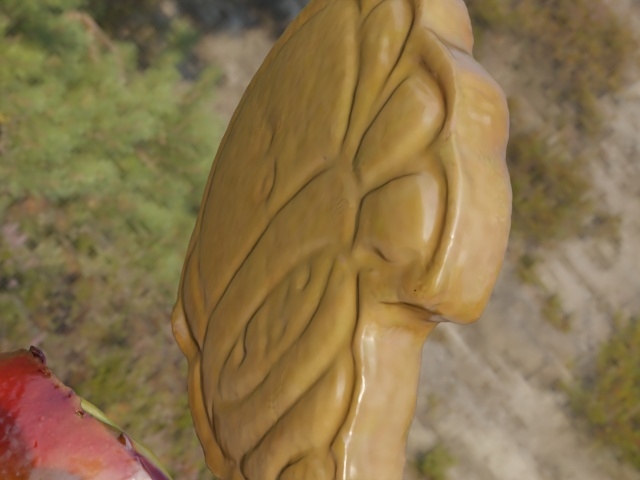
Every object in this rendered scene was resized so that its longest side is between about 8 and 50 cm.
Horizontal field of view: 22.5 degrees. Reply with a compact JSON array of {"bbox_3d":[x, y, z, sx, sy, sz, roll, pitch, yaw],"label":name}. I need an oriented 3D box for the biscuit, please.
[{"bbox_3d":[0.000,0.000,0.924,0.057,0.312,0.351,15,36,-25],"label":"biscuit"}]

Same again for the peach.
[{"bbox_3d":[-0.220,0.219,1.319,0.281,0.338,0.281,29,52,-45],"label":"peach"}]
